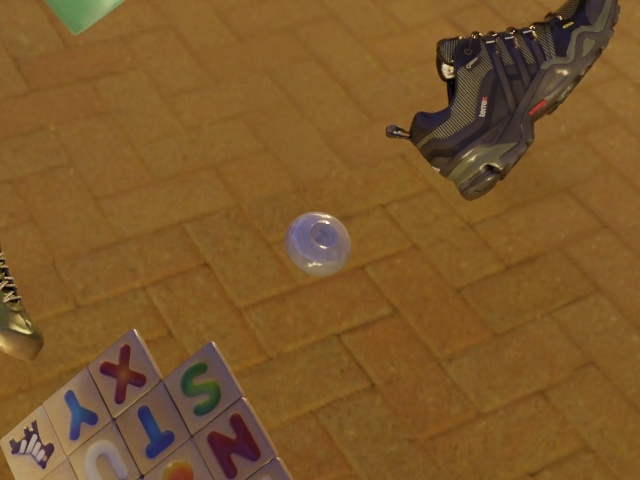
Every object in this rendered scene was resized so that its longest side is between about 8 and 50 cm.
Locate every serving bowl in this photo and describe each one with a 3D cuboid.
[{"bbox_3d":[0.000,0.000,1.206,0.083,0.027,0.083,8,62,-16],"label":"serving bowl"}]

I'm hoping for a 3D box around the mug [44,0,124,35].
[{"bbox_3d":[-0.185,-0.264,0.878,0.157,0.097,0.129,-36,20,6],"label":"mug"}]

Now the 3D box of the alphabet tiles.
[{"bbox_3d":[-0.140,0.258,0.824,0.285,0.011,0.343,-39,65,12],"label":"alphabet tiles"}]

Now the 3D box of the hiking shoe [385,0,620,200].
[{"bbox_3d":[0.155,-0.148,0.835,0.114,0.086,0.227,38,78,4],"label":"hiking shoe"}]

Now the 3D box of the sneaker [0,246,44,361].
[{"bbox_3d":[-0.334,0.029,0.977,0.192,0.064,0.086,35,92,6],"label":"sneaker"}]
